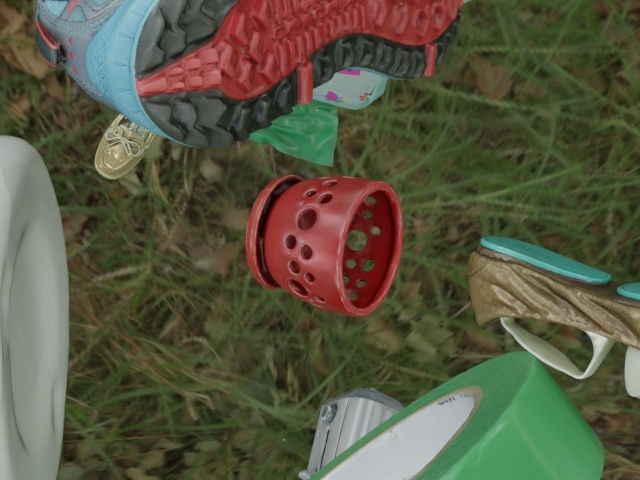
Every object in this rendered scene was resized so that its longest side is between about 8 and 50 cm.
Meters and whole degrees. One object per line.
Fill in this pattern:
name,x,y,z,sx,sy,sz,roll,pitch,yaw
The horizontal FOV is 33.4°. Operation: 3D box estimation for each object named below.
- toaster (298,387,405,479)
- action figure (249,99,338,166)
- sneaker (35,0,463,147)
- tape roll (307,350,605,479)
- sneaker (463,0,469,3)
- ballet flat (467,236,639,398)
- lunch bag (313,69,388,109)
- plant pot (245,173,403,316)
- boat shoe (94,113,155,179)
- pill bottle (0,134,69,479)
toaster,0.085,0.273,1.183,0.227,0.129,0.146,30,63,-18
action figure,-0.089,-0.181,1.486,0.232,0.063,0.137,4,86,-23
sneaker,-0.024,-0.130,0.521,0.125,0.262,0.104,21,121,33
tape roll,0.037,0.200,0.715,0.321,0.321,0.077,-37,88,-8
sneaker,0.140,-0.300,1.034,0.091,0.258,0.094,-34,86,10
ballet flat,0.293,0.087,1.081,0.342,0.116,0.124,14,103,38
lunch bag,-0.006,-0.287,1.248,0.262,0.223,0.160,35,59,-1
plant pot,0.000,0.000,1.495,0.174,0.191,0.191,10,78,27
boat shoe,-0.224,-0.143,1.308,0.056,0.048,0.153,38,73,0
pill bottle,-0.349,0.055,0.571,0.393,0.224,0.224,-1,79,-4
